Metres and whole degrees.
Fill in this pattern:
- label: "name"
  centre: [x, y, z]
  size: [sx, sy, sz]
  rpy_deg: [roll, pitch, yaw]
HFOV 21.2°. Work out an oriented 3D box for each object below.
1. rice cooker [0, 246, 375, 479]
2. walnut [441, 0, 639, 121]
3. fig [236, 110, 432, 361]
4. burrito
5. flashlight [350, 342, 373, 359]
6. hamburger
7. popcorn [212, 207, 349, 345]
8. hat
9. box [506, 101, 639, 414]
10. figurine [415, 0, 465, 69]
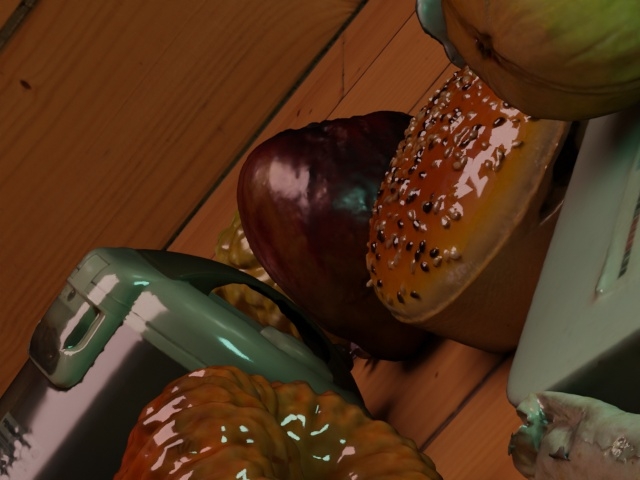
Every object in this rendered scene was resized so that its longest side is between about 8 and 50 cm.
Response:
- label: "rice cooker"
  centre: [-0.136, 0.178, 1.580]
  size: [0.325, 0.335, 0.335]
  rpy_deg: [-55, 12, 0]
- label: "walnut"
  centre: [0.190, -0.191, 1.199]
  size: [0.222, 0.195, 0.195]
  rpy_deg: [-49, 9, -23]
- label: "fig"
  centre: [0.041, -0.018, 1.688]
  size: [0.224, 0.263, 0.224]
  rpy_deg: [-27, -32, -18]
- label: "burrito"
  centre: [0.185, 0.136, 0.978]
  size: [0.060, 0.087, 0.226]
  rpy_deg: [-20, 17, -22]
- label: "flashlight"
  centre: [0.069, 0.087, 1.776]
  size: [0.110, 0.031, 0.052]
  rpy_deg: [-48, -12, 7]
- label: "hamburger"
  centre: [0.157, -0.049, 1.470]
  size: [0.300, 0.176, 0.300]
  rpy_deg: [-50, 14, 17]
- label: "popcorn"
  centre: [0.000, 0.000, 1.891]
  size: [0.266, 0.192, 0.233]
  rpy_deg: [-10, 36, 36]
- label: "hat"
  centre: [-0.091, 0.295, 1.244]
  size: [0.400, 0.285, 0.285]
  rpy_deg: [-54, 11, 15]
- label: "box"
  centre: [0.307, -0.072, 1.116]
  size: [0.396, 0.111, 0.396]
  rpy_deg: [-41, 17, 43]
- label: "figurine"
  centre: [0.248, -0.257, 1.659]
  size: [0.340, 0.231, 0.324]
  rpy_deg: [-163, 84, -69]
